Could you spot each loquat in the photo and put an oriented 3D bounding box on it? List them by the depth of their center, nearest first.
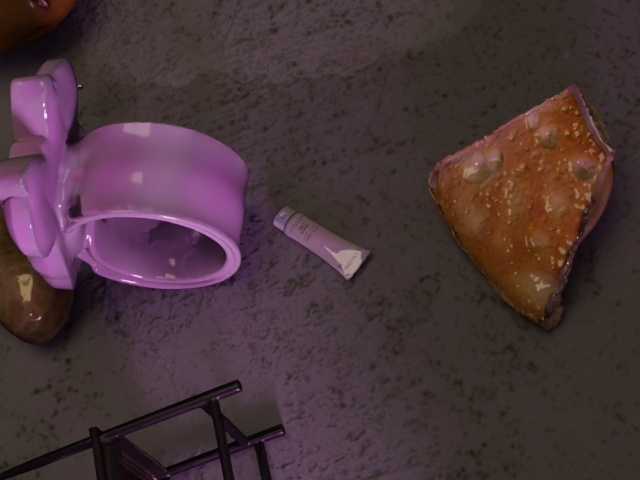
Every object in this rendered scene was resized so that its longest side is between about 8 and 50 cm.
[{"bbox_3d":[-0.393,-0.334,1.568,0.238,0.193,0.238,-18,34,12],"label":"loquat"}]

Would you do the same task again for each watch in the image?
[{"bbox_3d":[-0.184,-0.054,1.285,0.218,0.248,0.210,2,64,2],"label":"watch"}]

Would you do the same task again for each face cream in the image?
[{"bbox_3d":[0.000,0.000,1.319,0.115,0.020,0.038,33,78,30],"label":"face cream"}]

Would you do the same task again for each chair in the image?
[{"bbox_3d":[-0.159,0.250,1.175,0.260,0.141,0.154,-21,56,9],"label":"chair"}]

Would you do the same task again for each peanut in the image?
[{"bbox_3d":[-0.344,0.024,1.412,0.104,0.085,0.228,-43,54,-1],"label":"peanut"}]

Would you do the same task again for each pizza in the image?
[{"bbox_3d":[0.214,-0.026,1.217,0.188,0.081,0.204,-37,62,28],"label":"pizza"}]
